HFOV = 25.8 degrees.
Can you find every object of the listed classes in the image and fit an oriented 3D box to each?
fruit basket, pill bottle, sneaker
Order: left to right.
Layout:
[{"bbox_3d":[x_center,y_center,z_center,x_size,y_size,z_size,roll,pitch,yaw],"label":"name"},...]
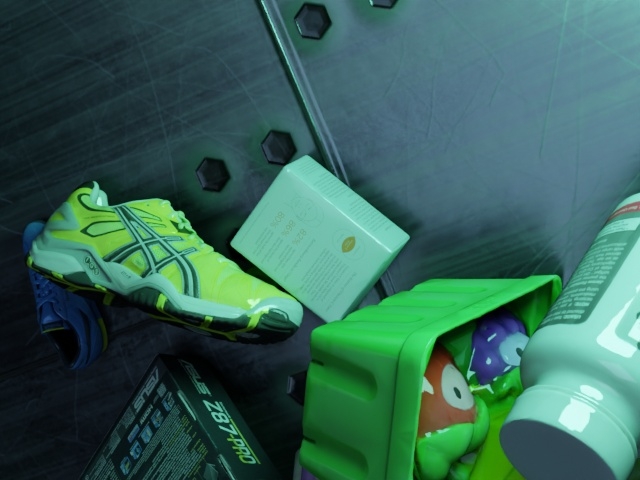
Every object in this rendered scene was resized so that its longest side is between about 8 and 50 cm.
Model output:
[{"bbox_3d":[-0.354,0.074,1.879,0.069,0.082,0.209,-20,95,24],"label":"sneaker"},{"bbox_3d":[-0.193,0.024,1.757,0.385,0.145,0.147,17,77,20],"label":"sneaker"},{"bbox_3d":[0.204,0.207,1.575,0.392,0.392,0.283,10,106,16],"label":"fruit basket"},{"bbox_3d":[0.314,0.111,1.437,0.176,0.318,0.176,27,147,19],"label":"pill bottle"}]

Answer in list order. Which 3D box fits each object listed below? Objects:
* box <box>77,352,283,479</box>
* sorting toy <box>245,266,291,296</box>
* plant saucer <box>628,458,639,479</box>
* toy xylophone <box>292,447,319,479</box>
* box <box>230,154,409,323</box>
[{"bbox_3d":[-0.211,0.396,1.820,0.395,0.097,0.318,-57,45,20],"label":"box"},{"bbox_3d":[-0.072,0.085,1.809,0.061,0.042,0.102,-16,98,21],"label":"sorting toy"},{"bbox_3d":[0.432,0.368,1.718,0.241,0.037,0.241,4,104,16],"label":"plant saucer"},{"bbox_3d":[0.071,0.374,1.695,0.081,0.323,0.236,-21,60,39],"label":"toy xylophone"},{"bbox_3d":[0.000,0.000,1.739,0.170,0.091,0.130,39,111,6],"label":"box"}]
